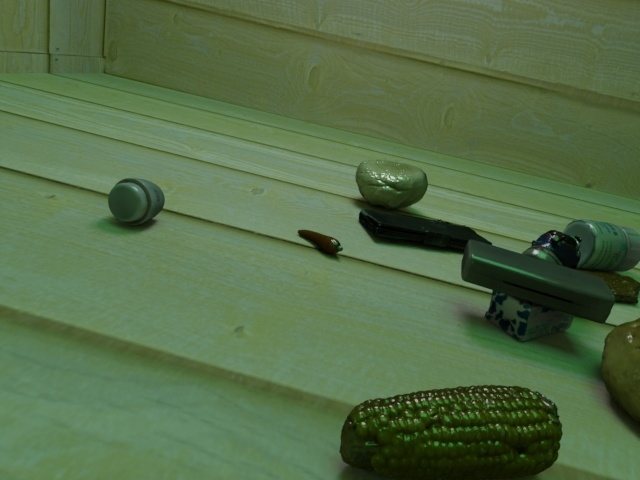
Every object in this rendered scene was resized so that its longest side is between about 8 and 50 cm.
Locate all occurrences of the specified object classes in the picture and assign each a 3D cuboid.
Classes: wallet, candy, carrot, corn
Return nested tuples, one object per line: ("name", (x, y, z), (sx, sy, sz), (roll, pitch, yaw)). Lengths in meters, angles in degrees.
("wallet", (0.266, -0.026, 1.257), (0.317, 0.044, 0.169), (9, 17, -15))
("candy", (0.388, 0.124, 0.893), (0.160, 0.073, 0.092), (-3, 23, -35))
("carrot", (0.000, 0.000, 1.052), (0.035, 0.035, 0.142), (-5, 19, -39))
("corn", (0.147, 0.204, 0.515), (0.261, 0.097, 0.097), (3, 22, -17))

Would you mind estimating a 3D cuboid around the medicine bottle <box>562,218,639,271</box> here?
("medicine bottle", (0.753, 0.016, 1.308), (0.168, 0.135, 0.135), (8, 21, -16))

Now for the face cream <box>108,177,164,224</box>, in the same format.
("face cream", (-0.361, -0.079, 0.961), (0.091, 0.091, 0.095), (17, 13, 11))

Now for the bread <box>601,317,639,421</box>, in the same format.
("bread", (0.531, 0.196, 0.704), (0.244, 0.134, 0.244), (12, 23, -5))

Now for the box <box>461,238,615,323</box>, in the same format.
("box", (0.372, 0.068, 0.849), (0.243, 0.055, 0.103), (17, 24, 10))

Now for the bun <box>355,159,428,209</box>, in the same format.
("bun", (0.207, -0.159, 1.443), (0.220, 0.134, 0.220), (7, 24, -3))

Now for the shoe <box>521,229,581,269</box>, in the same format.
("shoe", (0.477, 0.041, 0.999), (0.099, 0.125, 0.227), (27, -8, 36))

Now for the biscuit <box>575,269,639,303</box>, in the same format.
("biscuit", (0.691, 0.111, 1.171), (0.236, 0.026, 0.131), (8, 23, -14))
